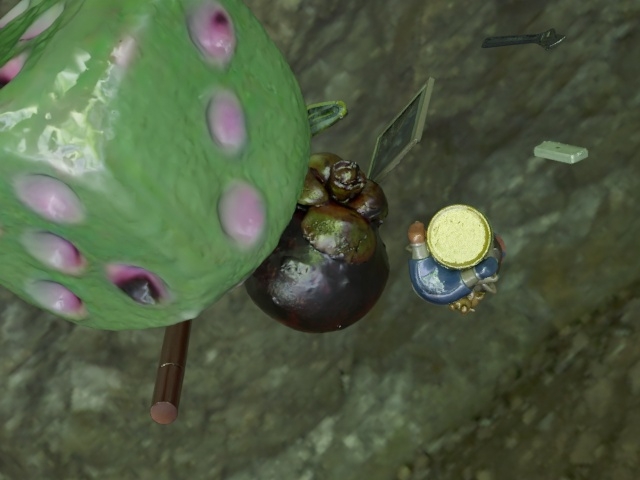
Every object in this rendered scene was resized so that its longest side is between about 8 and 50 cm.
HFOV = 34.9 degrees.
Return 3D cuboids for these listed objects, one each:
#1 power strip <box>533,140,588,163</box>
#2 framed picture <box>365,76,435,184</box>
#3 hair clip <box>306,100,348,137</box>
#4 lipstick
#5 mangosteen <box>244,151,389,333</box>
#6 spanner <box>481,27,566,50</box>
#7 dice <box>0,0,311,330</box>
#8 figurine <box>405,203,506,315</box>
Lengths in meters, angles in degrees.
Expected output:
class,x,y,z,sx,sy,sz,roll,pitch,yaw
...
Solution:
class,x,y,z,sx,sy,sz,roll,pitch,yaw
power strip,0.384,-0.141,1.631,0.040,0.016,0.090,-24,27,-31
framed picture,0.185,-0.244,2.459,0.281,0.019,0.209,-47,21,51
hair clip,-0.008,-0.216,1.803,0.033,0.060,0.188,-12,11,32
lipstick,-0.297,0.243,2.049,0.057,0.057,0.356,-44,19,17
mangosteen,-0.021,0.005,2.406,0.381,0.421,0.381,-3,17,1
spanner,0.351,-0.348,1.780,0.046,0.012,0.208,-50,29,-16
dice,-0.228,-0.111,1.137,0.318,0.330,0.322,-10,43,37
figurine,0.219,0.022,1.612,0.158,0.161,0.275,-61,-9,7
